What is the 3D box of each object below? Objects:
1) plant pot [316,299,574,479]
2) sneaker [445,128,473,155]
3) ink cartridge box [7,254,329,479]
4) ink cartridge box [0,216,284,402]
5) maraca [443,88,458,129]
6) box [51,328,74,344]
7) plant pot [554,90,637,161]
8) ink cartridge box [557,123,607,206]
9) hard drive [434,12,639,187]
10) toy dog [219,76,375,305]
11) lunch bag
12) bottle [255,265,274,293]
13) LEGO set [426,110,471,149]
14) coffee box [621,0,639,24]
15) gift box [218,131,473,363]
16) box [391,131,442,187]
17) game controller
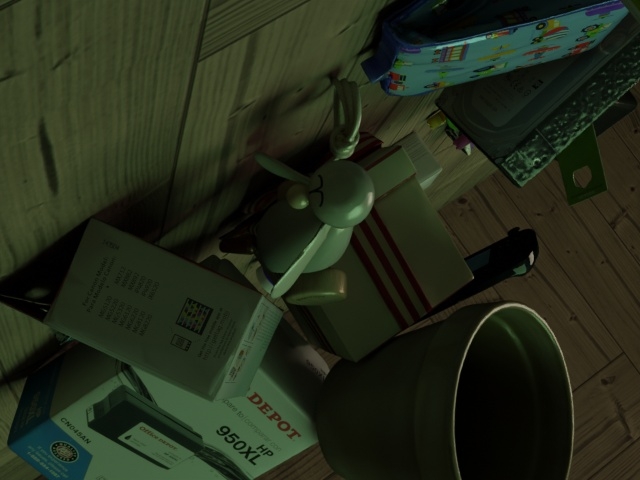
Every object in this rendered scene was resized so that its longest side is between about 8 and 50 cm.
[{"bbox_3d":[0.157,0.248,1.521,0.280,0.323,0.323,-4,-165,40],"label":"plant pot"},{"bbox_3d":[0.291,-0.216,2.109,0.071,0.068,0.170,-41,173,-2],"label":"sneaker"},{"bbox_3d":[-0.221,0.248,1.634,0.395,0.285,0.166,-33,-153,19],"label":"ink cartridge box"},{"bbox_3d":[-0.199,0.074,1.268,0.309,0.272,0.130,77,38,-83],"label":"ink cartridge box"},{"bbox_3d":[0.245,-0.241,1.604,0.127,0.099,0.185,-12,136,-45],"label":"maraca"},{"bbox_3d":[-0.304,0.097,1.531,0.094,0.027,0.137,-39,172,27],"label":"box"},{"bbox_3d":[0.435,-0.274,2.001,0.187,0.188,0.167,-39,159,29],"label":"plant pot"},{"bbox_3d":[0.353,-0.180,1.720,0.097,0.255,0.189,-13,175,-8],"label":"ink cartridge box"},{"bbox_3d":[0.325,-0.245,1.432,0.339,0.064,0.237,-42,-149,8],"label":"hard drive"},{"bbox_3d":[-0.038,-0.025,1.291,0.161,0.220,0.333,-4,147,-8],"label":"toy dog"},{"bbox_3d":[0.185,-0.245,1.234,0.293,0.138,0.221,-26,175,-2],"label":"lunch bag"},{"bbox_3d":[0.000,0.000,2.059,0.283,0.092,0.118,-38,172,21],"label":"bottle"},{"bbox_3d":[0.237,-0.205,1.863,0.093,0.087,0.227,-34,180,12],"label":"LEGO set"},{"bbox_3d":[0.428,-0.320,0.912,0.338,0.338,0.334,-36,172,5],"label":"coffee box"},{"bbox_3d":[0.023,0.007,1.595,0.255,0.258,0.276,-35,-167,-19],"label":"gift box"},{"bbox_3d":[0.148,-0.123,1.953,0.102,0.087,0.101,-34,173,-13],"label":"box"},{"bbox_3d":[0.186,0.074,1.649,0.319,0.067,0.166,-29,178,16],"label":"game controller"}]
